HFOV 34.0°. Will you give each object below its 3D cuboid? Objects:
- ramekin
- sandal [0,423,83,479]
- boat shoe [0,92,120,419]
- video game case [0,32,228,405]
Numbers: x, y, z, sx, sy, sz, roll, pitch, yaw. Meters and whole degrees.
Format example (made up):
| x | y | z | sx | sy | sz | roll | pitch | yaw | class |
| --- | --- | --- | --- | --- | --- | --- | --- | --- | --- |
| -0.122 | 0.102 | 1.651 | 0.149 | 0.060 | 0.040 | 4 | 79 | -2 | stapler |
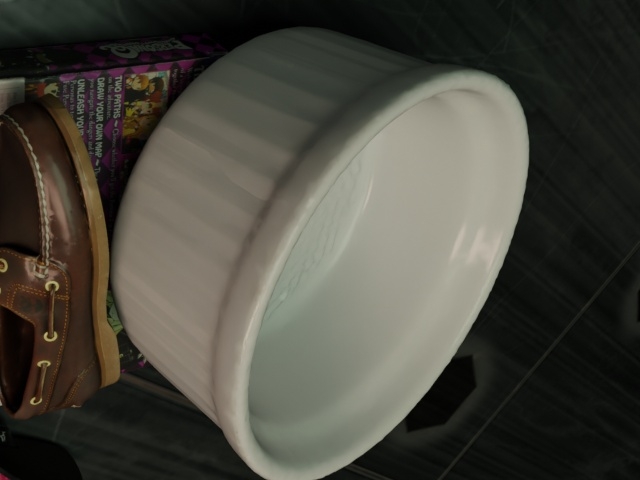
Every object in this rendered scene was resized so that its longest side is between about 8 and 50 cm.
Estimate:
| x | y | z | sx | sy | sz | roll | pitch | yaw | class |
| --- | --- | --- | --- | --- | --- | --- | --- | --- | --- |
| 0.000 | 0.000 | 0.666 | 0.277 | 0.135 | 0.277 | -36 | 142 | -34 | ramekin |
| -0.219 | 0.143 | 0.694 | 0.040 | 0.067 | 0.179 | -38 | 148 | 21 | sandal |
| -0.158 | 0.020 | 0.581 | 0.073 | 0.073 | 0.207 | -21 | 131 | -28 | boat shoe |
| -0.165 | -0.006 | 0.642 | 0.210 | 0.042 | 0.232 | -12 | 127 | -31 | video game case |
